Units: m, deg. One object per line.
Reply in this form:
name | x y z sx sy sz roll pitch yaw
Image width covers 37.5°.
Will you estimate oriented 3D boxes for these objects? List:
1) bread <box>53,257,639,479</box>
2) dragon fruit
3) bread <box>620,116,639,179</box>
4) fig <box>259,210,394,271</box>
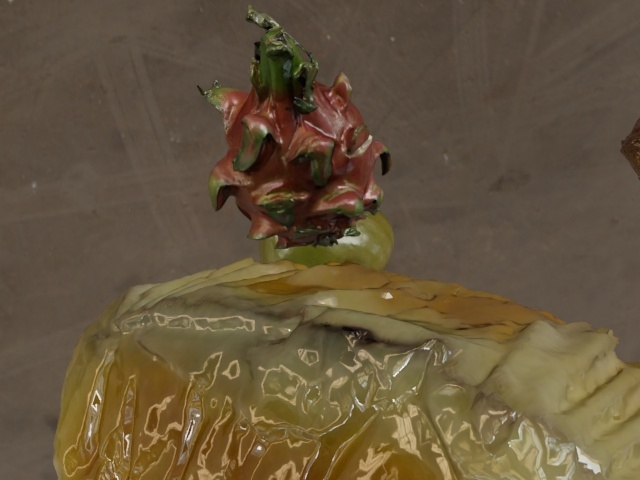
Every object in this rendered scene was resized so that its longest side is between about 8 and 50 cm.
bread | 0.023 0.124 0.502 0.183 0.388 0.236 18 93 -48
dragon fruit | -0.029 -0.086 0.767 0.137 0.135 0.236 -11 138 23
bread | 0.530 -0.152 1.315 0.232 0.135 0.247 -24 180 -5
fig | 0.005 0.009 0.998 0.136 0.153 0.121 -13 98 31
